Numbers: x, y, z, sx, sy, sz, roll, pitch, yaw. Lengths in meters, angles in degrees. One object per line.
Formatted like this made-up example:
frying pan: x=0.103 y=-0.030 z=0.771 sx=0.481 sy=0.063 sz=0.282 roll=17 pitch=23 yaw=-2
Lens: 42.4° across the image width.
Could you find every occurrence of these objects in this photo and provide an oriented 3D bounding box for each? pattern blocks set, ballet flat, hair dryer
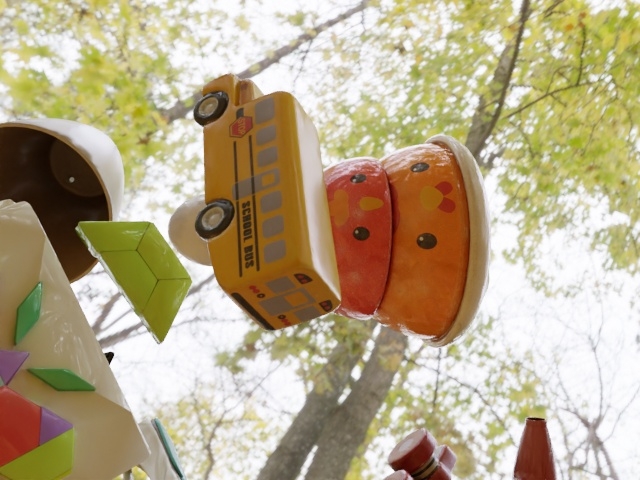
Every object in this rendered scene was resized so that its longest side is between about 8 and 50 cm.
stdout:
pattern blocks set: x=-0.194 y=0.079 z=0.447 sx=0.324 sy=0.285 sz=0.026 roll=49 pitch=-29 yaw=-5
ballet flat: x=-0.316 y=0.520 z=1.673 sx=0.400 sy=0.139 sz=0.139 roll=42 pitch=-42 yaw=49
hair dryer: x=0.328 y=0.425 z=1.362 sx=0.080 sy=0.293 sz=0.223 roll=3 pitch=-40 yaw=37

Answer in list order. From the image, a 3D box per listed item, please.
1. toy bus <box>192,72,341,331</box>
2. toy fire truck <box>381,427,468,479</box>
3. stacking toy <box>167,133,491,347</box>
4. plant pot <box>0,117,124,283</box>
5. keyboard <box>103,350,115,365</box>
toy bus: x=-0.067 y=-0.062 z=0.973 sx=0.130 sy=0.332 sz=0.108 roll=-20 pitch=-39 yaw=16
toy fire truck: x=0.141 y=0.514 z=1.565 sx=0.254 sy=0.302 sz=0.169 roll=-37 pitch=-85 yaw=34
stacking toy: x=0.000 y=0.000 z=1.315 sx=0.480 sy=0.350 sz=0.350 roll=0 pitch=-57 yaw=-13
plant pot: x=-0.419 y=-0.089 z=1.315 sx=0.257 sy=0.274 sz=0.256 roll=1 pitch=-70 yaw=3
keyboard: x=-0.339 y=0.242 z=1.123 sx=0.100 sy=0.192 sz=0.038 roll=-16 pitch=-52 yaw=34
